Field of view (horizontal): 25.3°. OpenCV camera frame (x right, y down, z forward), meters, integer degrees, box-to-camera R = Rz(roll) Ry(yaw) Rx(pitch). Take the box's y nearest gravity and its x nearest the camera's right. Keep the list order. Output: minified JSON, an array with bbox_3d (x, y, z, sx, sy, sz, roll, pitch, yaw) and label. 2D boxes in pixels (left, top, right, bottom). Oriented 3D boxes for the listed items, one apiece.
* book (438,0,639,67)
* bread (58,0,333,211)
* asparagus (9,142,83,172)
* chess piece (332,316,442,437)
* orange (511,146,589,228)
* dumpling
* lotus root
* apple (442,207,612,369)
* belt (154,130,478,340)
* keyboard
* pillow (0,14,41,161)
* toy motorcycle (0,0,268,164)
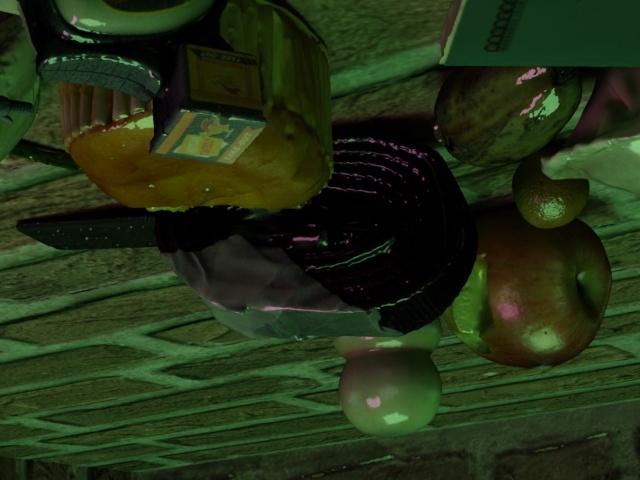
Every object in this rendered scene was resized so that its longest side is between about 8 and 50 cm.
[{"bbox_3d":[0.282,-0.193,0.918,0.379,0.031,0.264,-2,152,-7],"label":"book"},{"bbox_3d":[-0.089,-0.095,1.078,0.179,0.133,0.250,-13,163,17],"label":"bread"},{"bbox_3d":[-0.244,-0.073,1.313,0.233,0.022,0.023,17,110,-46],"label":"asparagus"},{"bbox_3d":[0.068,0.077,1.475,0.144,0.251,0.144,-3,163,-1],"label":"chess piece"},{"bbox_3d":[0.221,-0.050,1.378,0.085,0.085,0.085,-3,164,-1],"label":"orange"},{"bbox_3d":[0.266,-0.095,1.124,0.215,0.126,0.166,0,-174,30],"label":"dumpling"},{"bbox_3d":[0.151,-0.110,1.145,0.080,0.089,0.179,-22,177,-32],"label":"lotus root"},{"bbox_3d":[0.216,0.047,1.561,0.199,0.199,0.199,-3,164,-1],"label":"apple"},{"bbox_3d":[0.000,0.000,1.335,0.289,0.184,0.164,-1,169,13],"label":"belt"},{"bbox_3d":[-0.131,-0.016,1.493,0.381,0.041,0.103,-9,163,18],"label":"keyboard"},{"bbox_3d":[-0.260,-0.091,1.081,0.148,0.050,0.229,-46,-179,-22],"label":"pillow"},{"bbox_3d":[-0.169,-0.133,0.875,0.263,0.157,0.091,4,153,-27],"label":"toy motorcycle"}]
